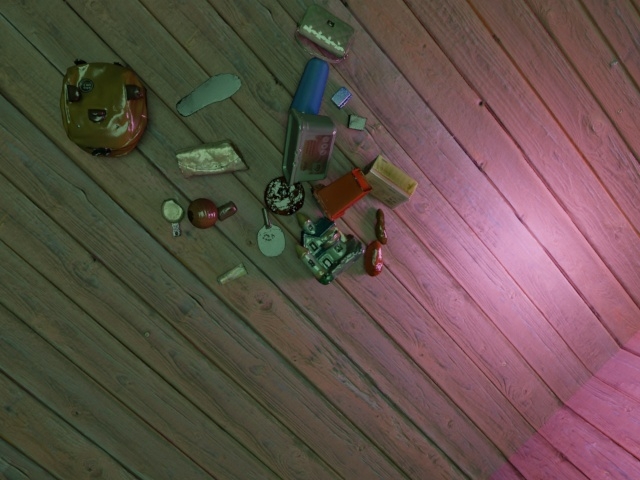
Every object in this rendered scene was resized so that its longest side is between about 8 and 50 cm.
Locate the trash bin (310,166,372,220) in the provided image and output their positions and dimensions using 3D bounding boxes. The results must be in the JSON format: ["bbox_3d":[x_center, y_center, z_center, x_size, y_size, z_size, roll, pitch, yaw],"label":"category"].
[{"bbox_3d":[0.092,-0.221,1.802,0.238,0.161,0.184,-34,88,31],"label":"trash bin"}]

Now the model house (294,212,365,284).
[{"bbox_3d":[0.000,0.000,1.853,0.267,0.194,0.325,-41,98,-1],"label":"model house"}]

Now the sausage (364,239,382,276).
[{"bbox_3d":[0.258,0.089,1.952,0.089,0.089,0.179,-3,100,-8],"label":"sausage"}]

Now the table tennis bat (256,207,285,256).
[{"bbox_3d":[-0.238,-0.037,1.894,0.131,0.022,0.235,-11,101,-6],"label":"table tennis bat"}]

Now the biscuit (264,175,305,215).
[{"bbox_3d":[-0.165,-0.205,1.867,0.192,0.049,0.192,-2,102,-8],"label":"biscuit"}]

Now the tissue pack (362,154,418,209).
[{"bbox_3d":[0.304,-0.264,1.865,0.234,0.159,0.125,34,68,-11],"label":"tissue pack"}]

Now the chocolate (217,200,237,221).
[{"bbox_3d":[-0.430,-0.133,1.845,0.100,0.031,0.065,-29,105,-6],"label":"chocolate"}]

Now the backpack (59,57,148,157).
[{"bbox_3d":[-0.872,-0.530,1.641,0.353,0.201,0.378,-3,95,-4],"label":"backpack"}]

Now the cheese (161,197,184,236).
[{"bbox_3d":[-0.649,-0.106,1.806,0.092,0.047,0.171,-26,100,-2],"label":"cheese"}]

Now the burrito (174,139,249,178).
[{"bbox_3d":[-0.472,-0.360,1.773,0.299,0.105,0.143,-10,108,-8],"label":"burrito"}]

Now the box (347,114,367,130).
[{"bbox_3d":[0.167,-0.544,1.870,0.084,0.060,0.063,10,104,-10],"label":"box"}]

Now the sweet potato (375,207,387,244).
[{"bbox_3d":[0.291,-0.064,1.953,0.053,0.053,0.182,-7,99,-2],"label":"sweet potato"}]

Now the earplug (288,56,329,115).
[{"bbox_3d":[-0.040,-0.675,1.789,0.132,0.132,0.273,18,91,-11],"label":"earplug"}]

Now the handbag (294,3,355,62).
[{"bbox_3d":[0.016,-0.885,1.757,0.256,0.079,0.219,26,70,-11],"label":"handbag"}]

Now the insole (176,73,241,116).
[{"bbox_3d":[-0.492,-0.642,1.778,0.309,0.012,0.110,-33,102,-3],"label":"insole"}]

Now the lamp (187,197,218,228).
[{"bbox_3d":[-0.519,-0.119,1.782,0.136,0.136,0.136,-1,98,-9],"label":"lamp"}]

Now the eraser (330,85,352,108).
[{"bbox_3d":[0.097,-0.657,1.858,0.063,0.027,0.085,44,89,-10],"label":"eraser"}]

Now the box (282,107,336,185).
[{"bbox_3d":[-0.051,-0.400,1.753,0.182,0.175,0.312,-4,132,-19],"label":"box"}]

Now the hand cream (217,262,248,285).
[{"bbox_3d":[-0.413,0.163,1.886,0.143,0.039,0.061,-29,99,-9],"label":"hand cream"}]
